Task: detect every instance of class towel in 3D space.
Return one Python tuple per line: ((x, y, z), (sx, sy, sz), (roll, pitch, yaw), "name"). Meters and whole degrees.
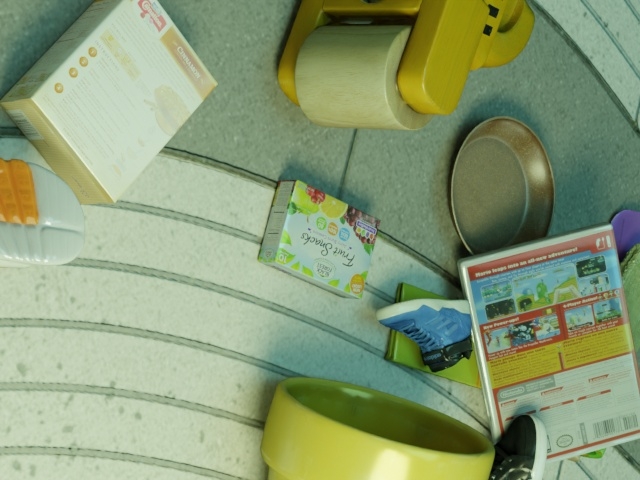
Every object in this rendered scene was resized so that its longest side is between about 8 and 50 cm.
((0.433, 0.086, 2.226), (0.110, 0.027, 0.148), (33, 84, -37), "towel")
((0.176, 0.129, 2.020), (0.237, 0.021, 0.102), (20, 72, -39), "towel")

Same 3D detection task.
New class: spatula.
((0.517, 0.013, 2.311), (0.296, 0.030, 0.084), (9, 90, -42), "spatula")

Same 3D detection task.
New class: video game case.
((0.297, 0.137, 2.024), (0.204, 0.025, 0.285), (-14, 102, -8), "video game case")

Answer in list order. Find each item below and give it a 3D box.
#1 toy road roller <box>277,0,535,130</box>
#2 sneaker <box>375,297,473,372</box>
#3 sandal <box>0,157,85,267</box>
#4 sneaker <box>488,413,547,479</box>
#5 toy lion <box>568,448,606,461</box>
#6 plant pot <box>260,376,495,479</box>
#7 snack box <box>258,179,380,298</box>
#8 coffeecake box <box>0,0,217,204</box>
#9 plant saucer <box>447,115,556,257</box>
((0.124, -0.247, 1.859), (0.240, 0.202, 0.330), (42, 63, -46), "toy road roller")
((0.130, 0.116, 1.927), (0.152, 0.058, 0.085), (4, 74, -48), "sneaker")
((-0.357, -0.028, 1.519), (0.265, 0.076, 0.102), (8, 69, -21), "sandal")
((0.192, 0.306, 1.966), (0.121, 0.079, 0.217), (19, 93, -23), "sneaker")
((0.345, 0.259, 2.117), (0.100, 0.096, 0.034), (44, 63, -33), "toy lion")
((0.040, 0.302, 1.768), (0.254, 0.254, 0.239), (12, 99, -41), "plant pot")
((0.000, 0.000, 1.850), (0.141, 0.037, 0.100), (24, 76, -39), "snack box")
((-0.214, -0.151, 1.639), (0.185, 0.068, 0.142), (-52, 122, -28), "coffeecake box")
((0.225, -0.060, 2.050), (0.198, 0.036, 0.199), (1, 89, -41), "plant saucer")
